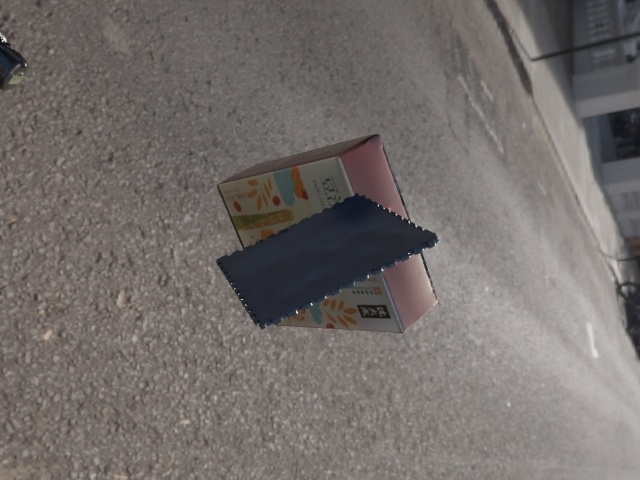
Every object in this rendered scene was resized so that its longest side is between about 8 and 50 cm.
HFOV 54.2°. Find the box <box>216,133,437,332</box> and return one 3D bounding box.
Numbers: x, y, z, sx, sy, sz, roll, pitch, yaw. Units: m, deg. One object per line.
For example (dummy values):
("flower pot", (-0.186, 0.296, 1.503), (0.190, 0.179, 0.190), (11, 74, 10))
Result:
("box", (0.000, 0.000, 1.250), (0.122, 0.385, 0.344), (-33, 108, -38))

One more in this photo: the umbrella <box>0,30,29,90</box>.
("umbrella", (-0.358, -0.223, 0.550), (0.224, 0.071, 0.080), (45, 76, -12))

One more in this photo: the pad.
("pad", (-0.004, 0.016, 0.897), (0.269, 0.270, 0.012), (43, -24, 63))
